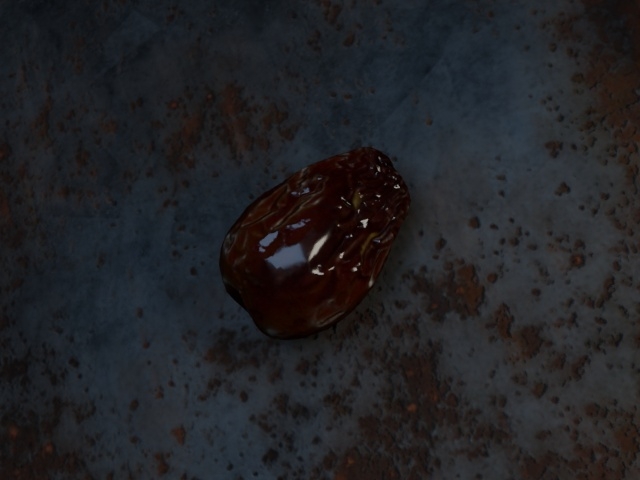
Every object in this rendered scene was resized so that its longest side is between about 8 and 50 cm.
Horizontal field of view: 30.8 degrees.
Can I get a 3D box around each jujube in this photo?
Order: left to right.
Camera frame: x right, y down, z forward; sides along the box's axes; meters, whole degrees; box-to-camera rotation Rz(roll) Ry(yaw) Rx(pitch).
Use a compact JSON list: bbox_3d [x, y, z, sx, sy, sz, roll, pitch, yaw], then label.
[{"bbox_3d":[0.000,0.000,1.285,0.236,0.168,0.168,-43,61,-13],"label":"jujube"}]
